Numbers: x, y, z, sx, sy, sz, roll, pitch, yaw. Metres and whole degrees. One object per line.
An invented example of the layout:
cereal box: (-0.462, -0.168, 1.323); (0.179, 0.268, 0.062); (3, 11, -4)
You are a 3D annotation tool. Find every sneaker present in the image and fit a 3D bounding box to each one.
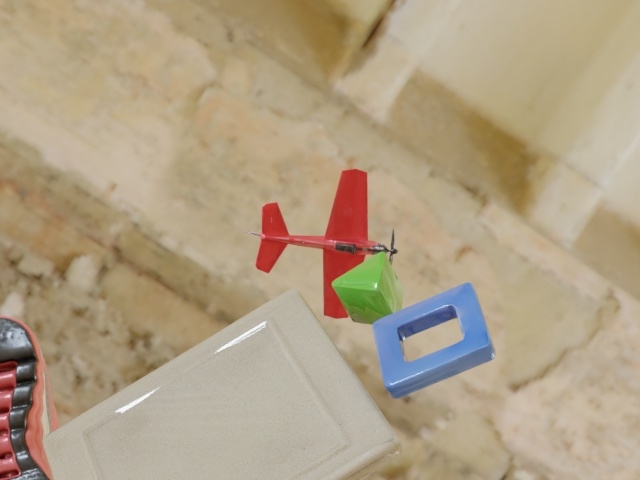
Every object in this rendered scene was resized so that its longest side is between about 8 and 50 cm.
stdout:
sneaker: (-0.288, 0.235, 1.378); (0.136, 0.116, 0.313); (68, 15, -65)

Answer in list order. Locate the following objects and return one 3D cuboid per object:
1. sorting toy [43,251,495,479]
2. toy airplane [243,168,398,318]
sorting toy: (-0.059, 0.125, 0.803); (0.047, 0.348, 0.196); (62, -5, -30)
toy airplane: (0.000, 0.000, 1.362); (0.151, 0.151, 0.028); (34, 9, -3)
